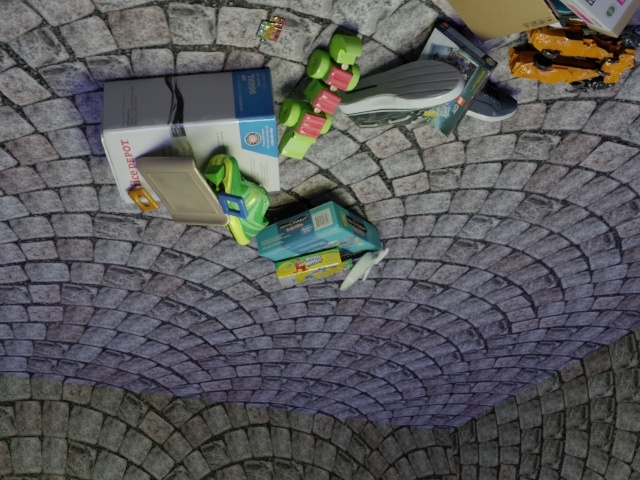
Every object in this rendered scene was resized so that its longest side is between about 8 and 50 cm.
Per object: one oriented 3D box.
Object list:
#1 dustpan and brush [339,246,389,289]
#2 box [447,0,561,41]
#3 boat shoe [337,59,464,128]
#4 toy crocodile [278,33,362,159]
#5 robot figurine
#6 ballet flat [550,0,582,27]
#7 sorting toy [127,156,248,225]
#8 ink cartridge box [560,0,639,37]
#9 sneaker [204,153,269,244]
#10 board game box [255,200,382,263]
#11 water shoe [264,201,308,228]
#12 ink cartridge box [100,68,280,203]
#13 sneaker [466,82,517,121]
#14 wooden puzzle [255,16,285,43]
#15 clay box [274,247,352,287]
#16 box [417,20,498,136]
[{"bbox_3d":[0.147,0.070,2.516,0.147,0.060,0.211,-40,164,-39],"label":"dustpan and brush"},{"bbox_3d":[0.382,-0.501,1.788,0.201,0.021,0.164,-3,147,47],"label":"box"},{"bbox_3d":[0.199,-0.334,1.973,0.335,0.121,0.119,0,149,39],"label":"boat shoe"},{"bbox_3d":[0.000,-0.330,1.960,0.115,0.105,0.341,16,121,-31],"label":"toy crocodile"},{"bbox_3d":[0.601,-0.439,1.968,0.290,0.085,0.211,3,147,-14],"label":"robot figurine"},{"bbox_3d":[0.544,-0.511,1.840,0.280,0.095,0.096,0,156,-10],"label":"ballet flat"},{"bbox_3d":[-0.312,-0.121,1.943,0.347,0.047,0.196,3,136,34],"label":"sorting toy"},{"bbox_3d":[0.568,-0.552,1.698,0.234,0.088,0.193,23,105,-37],"label":"ink cartridge box"},{"bbox_3d":[-0.194,-0.114,2.024,0.123,0.109,0.296,-33,147,-15],"label":"sneaker"},{"bbox_3d":[0.000,0.000,2.480,0.253,0.079,0.336,-20,161,20],"label":"board game box"},{"bbox_3d":[-0.131,-0.053,2.449,0.203,0.073,0.080,-10,150,5],"label":"water shoe"},{"bbox_3d":[-0.302,-0.245,2.021,0.394,0.166,0.286,-5,148,-4],"label":"ink cartridge box"},{"bbox_3d":[0.400,-0.371,2.035,0.226,0.086,0.163,5,149,-16],"label":"sneaker"},{"bbox_3d":[-0.112,-0.464,1.862,0.049,0.006,0.083,6,145,-20],"label":"wooden puzzle"},{"bbox_3d":[-0.018,0.078,2.483,0.221,0.053,0.127,-15,164,-1],"label":"clay box"},{"bbox_3d":[0.292,-0.372,1.962,0.159,0.044,0.233,41,144,9],"label":"box"}]
